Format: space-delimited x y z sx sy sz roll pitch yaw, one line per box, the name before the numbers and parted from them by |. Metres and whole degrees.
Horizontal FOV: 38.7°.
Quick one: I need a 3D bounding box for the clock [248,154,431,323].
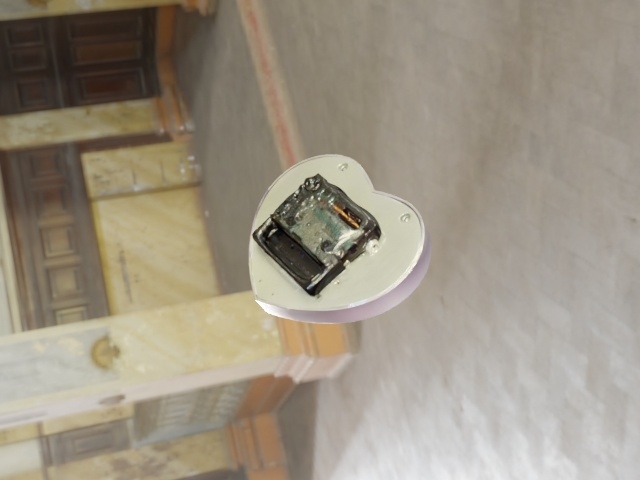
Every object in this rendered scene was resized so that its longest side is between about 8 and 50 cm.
clock | 0.000 0.000 0.891 0.198 0.172 0.064 43 171 38
